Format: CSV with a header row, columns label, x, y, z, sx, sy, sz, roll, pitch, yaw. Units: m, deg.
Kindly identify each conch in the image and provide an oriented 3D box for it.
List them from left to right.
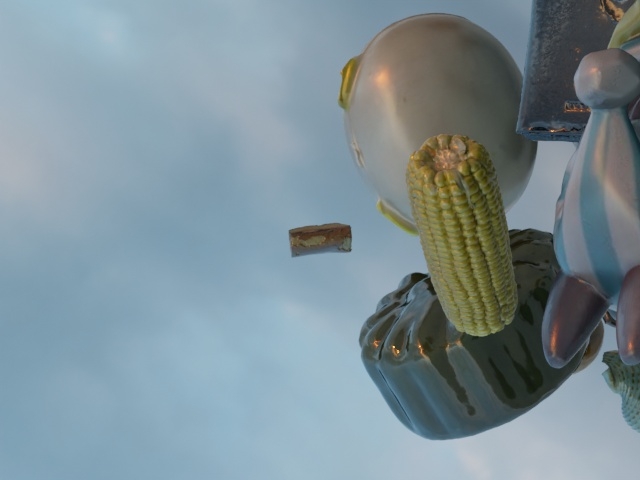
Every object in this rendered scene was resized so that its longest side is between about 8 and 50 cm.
label,x,y,z,sx,sy,sz,roll,pitch,yaw
conch,0.520,0.235,2.305,0.153,0.102,0.135,61,-165,-19

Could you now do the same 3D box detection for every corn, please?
label,x,y,z,sx,sy,sz,roll,pitch,yaw
corn,0.148,-0.001,1.472,0.093,0.093,0.244,-102,-6,-47

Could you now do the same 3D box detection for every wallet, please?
label,x,y,z,sx,sy,sz,roll,pitch,yaw
wallet,0.297,-0.266,1.574,0.045,0.318,0.172,7,180,-43

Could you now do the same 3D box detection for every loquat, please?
label,x,y,z,sx,sy,sz,roll,pitch,yaw
loquat,0.405,0.161,2.418,0.141,0.141,0.141,31,-150,-20

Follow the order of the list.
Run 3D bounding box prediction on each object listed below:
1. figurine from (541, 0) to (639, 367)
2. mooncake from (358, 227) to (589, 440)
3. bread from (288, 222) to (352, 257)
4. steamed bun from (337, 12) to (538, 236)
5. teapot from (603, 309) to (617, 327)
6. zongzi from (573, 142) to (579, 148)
label,x,y,z,sx,sy,sz,roll,pitch,yaw
figurine,0.321,-0.058,1.167,0.266,0.361,0.378,8,-131,17
mooncake,0.221,0.132,2.118,0.187,0.351,0.351,58,-156,-18
bread,0.000,0.000,1.868,0.083,0.047,0.036,-5,-120,1
steamed bun,0.200,-0.194,2.429,0.334,0.334,0.374,-23,-87,-59
teapot,0.384,0.067,1.895,0.068,0.076,0.121,28,-133,-13
zongzi,0.543,-0.227,2.678,0.125,0.251,0.274,-23,-141,-17
